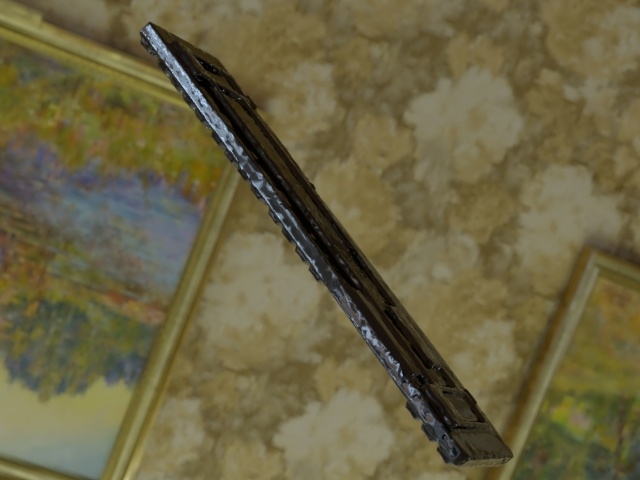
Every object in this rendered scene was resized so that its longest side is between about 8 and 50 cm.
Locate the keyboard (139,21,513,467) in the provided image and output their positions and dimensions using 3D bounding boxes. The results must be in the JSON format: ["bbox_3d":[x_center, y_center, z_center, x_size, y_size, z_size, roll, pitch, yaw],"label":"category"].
[{"bbox_3d":[0.000,0.000,0.478,0.204,0.013,0.061,54,-167,21],"label":"keyboard"}]
